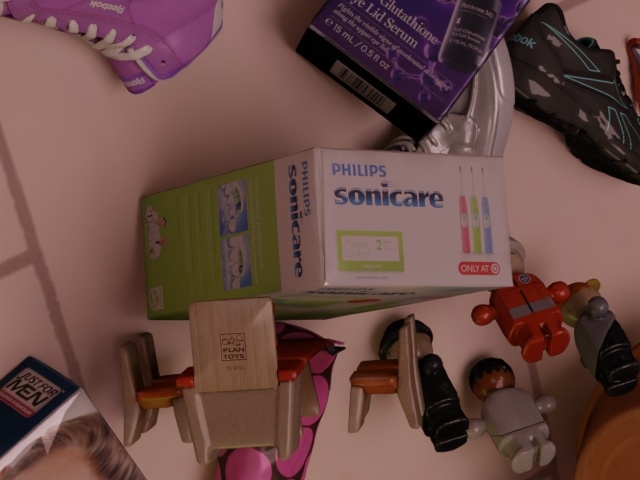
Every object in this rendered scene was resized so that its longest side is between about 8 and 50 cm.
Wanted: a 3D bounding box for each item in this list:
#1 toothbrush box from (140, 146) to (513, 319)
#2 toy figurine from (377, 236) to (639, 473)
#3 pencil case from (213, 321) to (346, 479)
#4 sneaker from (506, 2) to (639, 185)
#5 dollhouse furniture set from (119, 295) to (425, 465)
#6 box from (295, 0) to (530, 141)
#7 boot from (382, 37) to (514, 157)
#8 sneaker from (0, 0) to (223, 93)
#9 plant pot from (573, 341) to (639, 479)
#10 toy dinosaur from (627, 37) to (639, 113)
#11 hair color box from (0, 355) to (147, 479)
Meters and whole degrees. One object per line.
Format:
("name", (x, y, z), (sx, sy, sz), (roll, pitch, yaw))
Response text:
("toothbrush box", (0.000, 0.000, 1.712), (0.206, 0.283, 0.122), (1, 80, -36))
("toy figurine", (0.190, 0.114, 1.947), (0.209, 0.148, 0.213), (20, 122, -42))
("pencil case", (-0.043, 0.186, 1.871), (0.098, 0.095, 0.209), (8, 101, -46))
("sneaker", (0.287, -0.142, 1.998), (0.267, 0.101, 0.106), (34, 81, -37))
("dollhouse furniture set", (-0.049, 0.106, 1.688), (0.262, 0.259, 0.135), (-4, 93, 7))
("box", (0.099, -0.221, 1.803), (0.153, 0.108, 0.207), (36, 80, -2))
("boot", (0.111, -0.091, 1.891), (0.123, 0.095, 0.258), (-10, 110, -40))
("sneaker", (-0.197, -0.189, 1.651), (0.282, 0.102, 0.161), (-19, 116, -30))
("plant pot", (0.386, 0.244, 2.012), (0.203, 0.291, 0.290), (-16, 115, -64))
("toy dinosaur", (0.347, -0.175, 2.069), (0.082, 0.047, 0.090), (43, 88, -16))
("hair color box", (-0.318, 0.284, 1.696), (0.347, 0.105, 0.174), (-42, 123, -19))
